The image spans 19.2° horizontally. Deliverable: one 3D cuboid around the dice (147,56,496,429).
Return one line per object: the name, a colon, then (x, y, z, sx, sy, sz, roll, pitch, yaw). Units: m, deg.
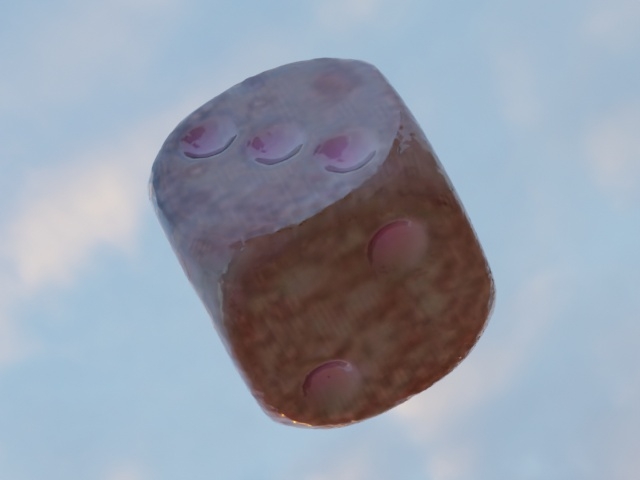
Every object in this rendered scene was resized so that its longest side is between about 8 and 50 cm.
dice: (0.000, 0.000, 0.640, 0.091, 0.093, 0.094, -29, -52, -1)
